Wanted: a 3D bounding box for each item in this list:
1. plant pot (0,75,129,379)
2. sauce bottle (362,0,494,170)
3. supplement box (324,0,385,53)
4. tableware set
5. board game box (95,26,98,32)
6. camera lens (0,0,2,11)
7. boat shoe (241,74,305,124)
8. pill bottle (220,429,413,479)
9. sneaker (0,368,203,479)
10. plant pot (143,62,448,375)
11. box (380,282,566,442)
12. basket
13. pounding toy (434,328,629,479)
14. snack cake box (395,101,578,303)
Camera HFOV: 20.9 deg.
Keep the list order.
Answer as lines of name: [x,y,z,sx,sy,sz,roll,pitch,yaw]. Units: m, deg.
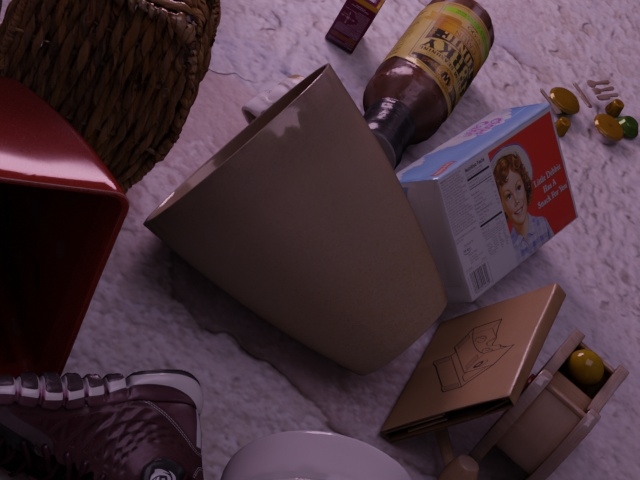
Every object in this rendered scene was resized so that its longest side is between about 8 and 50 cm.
plant pot: [-0.361,-0.024,1.594,0.267,0.267,0.236,8,35,-27]
sauce bottle: [0.121,-0.190,2.164,0.111,0.111,0.344,33,42,-1]
supplement box: [0.048,-0.291,2.232,0.043,0.083,0.055,31,40,-2]
tableware set: [0.367,-0.170,2.373,0.154,0.024,0.104,-12,61,-41]
board game box: [-0.228,-0.310,1.988,0.060,0.194,0.194,26,42,-9]
camera lens: [-0.444,-0.324,1.841,0.219,0.219,0.274,15,44,-21]
boat shoe: [-0.002,-0.053,1.974,0.096,0.098,0.277,-26,73,-17]
pill bottle: [-0.029,0.362,1.439,0.224,0.224,0.392,25,41,-10]
sneaker: [-0.227,0.207,1.561,0.281,0.106,0.162,-3,68,-22]
plant pot: [0.000,0.000,1.822,0.274,0.256,0.256,49,40,-7]
box: [0.165,0.129,1.846,0.021,0.164,0.201,56,37,-17]
basket: [-0.222,-0.215,1.817,0.213,0.299,0.223,23,42,-13]
pounding toy: [0.212,0.167,1.839,0.155,0.154,0.269,41,41,8]
snack cake box: [0.189,-0.045,2.025,0.264,0.089,0.152,-33,111,-47]
